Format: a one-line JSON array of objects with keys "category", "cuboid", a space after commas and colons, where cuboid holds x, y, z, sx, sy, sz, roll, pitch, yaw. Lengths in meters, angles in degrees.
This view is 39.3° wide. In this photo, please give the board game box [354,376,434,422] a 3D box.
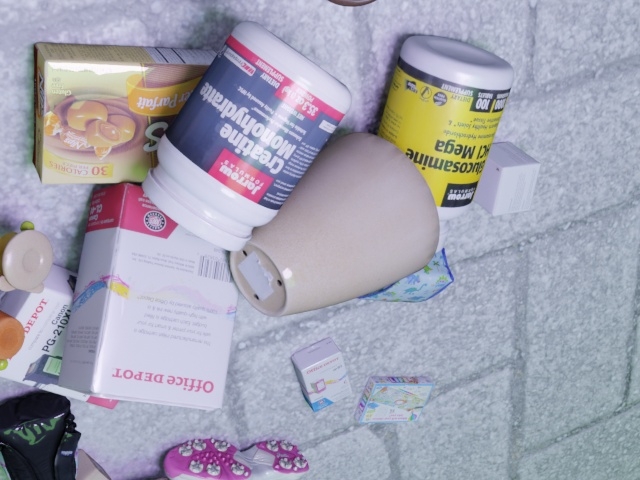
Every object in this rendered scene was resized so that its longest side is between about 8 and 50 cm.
[{"category": "board game box", "cuboid": [0.156, 0.336, 1.886, 0.154, 0.026, 0.103, 6, 116, -31]}]

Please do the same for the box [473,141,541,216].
[{"category": "box", "cuboid": [0.334, -0.114, 1.653, 0.087, 0.102, 0.101, -9, 124, -26]}]

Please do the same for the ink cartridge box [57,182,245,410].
[{"category": "ink cartridge box", "cuboid": [-0.248, 0.089, 1.356, 0.226, 0.131, 0.306, 17, 78, -38]}]

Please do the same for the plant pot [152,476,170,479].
[{"category": "plant pot", "cuboid": [-0.324, 0.507, 1.650, 0.237, 0.110, 0.237, -19, 167, -4]}]

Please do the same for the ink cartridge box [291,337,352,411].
[{"category": "ink cartridge box", "cuboid": [0.003, 0.261, 1.742, 0.088, 0.052, 0.122, -25, 126, -12]}]

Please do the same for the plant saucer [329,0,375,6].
[{"category": "plant saucer", "cuboid": [0.059, -0.427, 1.339, 0.168, 0.029, 0.168, -9, 127, -12]}]

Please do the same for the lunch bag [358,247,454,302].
[{"category": "lunch bag", "cuboid": [0.151, 0.071, 1.678, 0.128, 0.096, 0.151, 7, 144, -31]}]

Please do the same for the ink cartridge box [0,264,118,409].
[{"category": "ink cartridge box", "cuboid": [-0.398, 0.149, 1.423, 0.237, 0.100, 0.172, 26, 104, -37]}]

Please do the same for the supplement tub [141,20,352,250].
[{"category": "supplement tub", "cuboid": [-0.102, -0.142, 1.230, 0.191, 0.191, 0.272, 28, 102, -38]}]

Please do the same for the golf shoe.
[{"category": "golf shoe", "cuboid": [-0.170, 0.466, 1.741, 0.306, 0.115, 0.140, 11, 116, -32]}]

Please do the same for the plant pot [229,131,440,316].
[{"category": "plant pot", "cuboid": [0.000, 0.000, 1.391, 0.274, 0.256, 0.257, -32, 133, -36]}]

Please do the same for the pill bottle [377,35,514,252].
[{"category": "pill bottle", "cuboid": [0.185, -0.154, 1.492, 0.187, 0.188, 0.334, 0, 119, -28]}]

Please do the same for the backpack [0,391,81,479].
[{"category": "backpack", "cuboid": [-0.468, 0.344, 1.500, 0.151, 0.115, 0.182, -10, 125, -9]}]

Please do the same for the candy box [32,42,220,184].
[{"category": "candy box", "cuboid": [-0.250, -0.183, 1.304, 0.316, 0.087, 0.183, -4, 120, -27]}]

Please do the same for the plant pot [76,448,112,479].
[{"category": "plant pot", "cuboid": [-0.428, 0.440, 1.593, 0.096, 0.109, 0.109, -42, 130, -15]}]

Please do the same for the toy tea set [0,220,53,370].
[{"category": "toy tea set", "cuboid": [-0.504, 0.117, 1.219, 0.200, 0.124, 0.336, 26, 76, -57]}]
